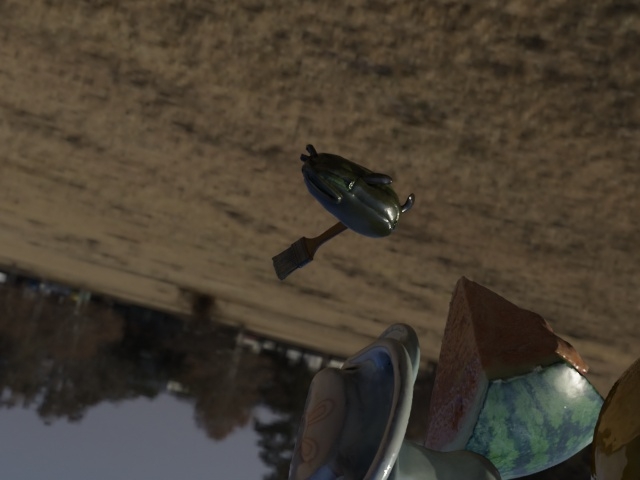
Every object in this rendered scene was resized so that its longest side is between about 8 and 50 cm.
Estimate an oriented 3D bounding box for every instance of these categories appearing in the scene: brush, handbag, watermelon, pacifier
[{"bbox_3d":[0.000,0.000,1.594,0.170,0.043,0.014,-33,145,21],"label":"brush"},{"bbox_3d":[0.028,-0.045,1.000,0.111,0.047,0.072,32,154,-16],"label":"handbag"},{"bbox_3d":[0.232,0.217,1.592,0.293,0.250,0.283,38,159,29],"label":"watermelon"},{"bbox_3d":[0.088,0.224,1.130,0.226,0.287,0.238,21,143,-15],"label":"pacifier"}]

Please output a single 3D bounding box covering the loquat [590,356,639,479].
[{"bbox_3d":[0.427,0.234,1.139,0.328,0.328,0.359,8,166,45],"label":"loquat"}]
